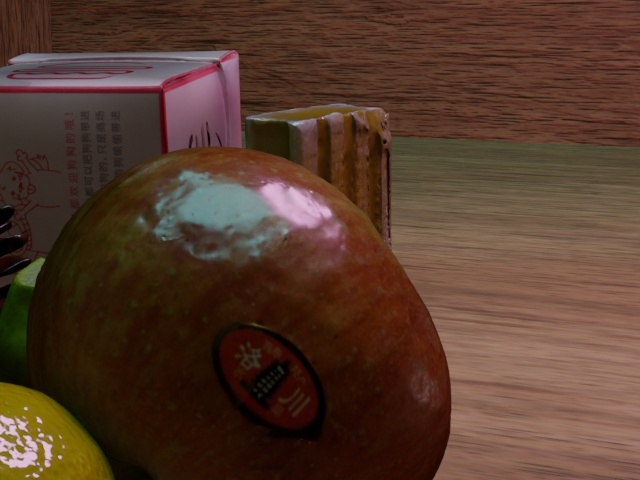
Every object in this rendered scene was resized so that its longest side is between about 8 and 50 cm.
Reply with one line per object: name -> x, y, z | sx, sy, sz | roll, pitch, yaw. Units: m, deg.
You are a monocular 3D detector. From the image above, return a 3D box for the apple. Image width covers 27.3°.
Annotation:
apple -> -0.066, 0.092, 0.930 | 0.250, 0.309, 0.277 | -31, -15, -33

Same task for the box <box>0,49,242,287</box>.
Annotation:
box -> -0.282, -0.073, 1.691 | 0.312, 0.314, 0.300 | 1, 14, 12

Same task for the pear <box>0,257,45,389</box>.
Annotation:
pear -> -0.149, 0.097, 1.178 | 0.282, 0.176, 0.286 | -14, 12, -42

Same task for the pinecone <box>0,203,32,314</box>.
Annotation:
pinecone -> -0.389, 0.043, 1.257 | 0.264, 0.264, 0.264 | -1, 11, 0

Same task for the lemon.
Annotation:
lemon -> -0.210, 0.169, 0.789 | 0.178, 0.178, 0.203 | 4, 16, 25

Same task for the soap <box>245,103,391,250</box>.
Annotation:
soap -> 0.000, 0.000, 1.378 | 0.089, 0.274, 0.173 | 9, 14, 37
